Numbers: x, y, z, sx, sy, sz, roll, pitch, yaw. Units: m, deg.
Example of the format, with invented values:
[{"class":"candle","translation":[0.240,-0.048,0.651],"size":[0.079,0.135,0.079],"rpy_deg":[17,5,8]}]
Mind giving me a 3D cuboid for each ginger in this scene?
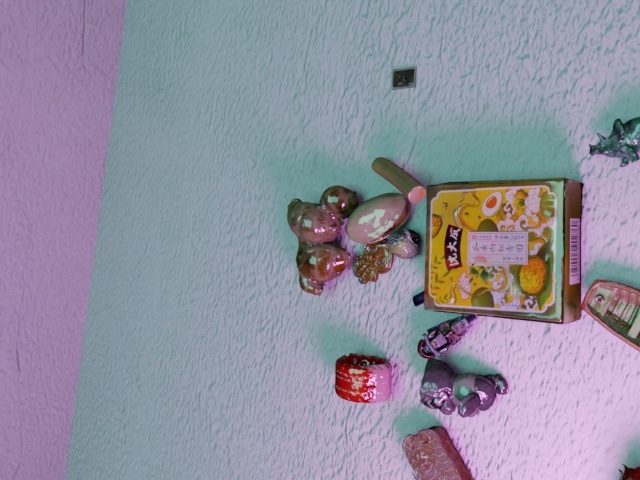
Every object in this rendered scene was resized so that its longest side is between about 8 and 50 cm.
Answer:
[{"class":"ginger","translation":[0.000,0.000,2.159],"size":[0.256,0.176,0.375],"rpy_deg":[6,93,24]}]

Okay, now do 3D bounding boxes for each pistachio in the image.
[{"class":"pistachio","translation":[0.180,-0.071,2.033],"size":[0.223,0.126,0.152],"rpy_deg":[-33,51,15]}]

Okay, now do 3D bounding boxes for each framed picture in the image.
[{"class":"framed picture","translation":[0.266,-0.517,2.046],"size":[0.089,0.006,0.066],"rpy_deg":[5,92,39]}]

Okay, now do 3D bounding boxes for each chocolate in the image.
[{"class":"chocolate","translation":[0.350,0.660,1.912],"size":[0.148,0.093,0.214],"rpy_deg":[-38,67,31]}]

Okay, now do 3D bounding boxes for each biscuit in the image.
[{"class":"biscuit","translation":[0.172,0.070,2.106],"size":[0.175,0.026,0.124],"rpy_deg":[-52,59,26]}]

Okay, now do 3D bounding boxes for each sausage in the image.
[{"class":"sausage","translation":[0.236,-0.191,1.967],"size":[0.066,0.066,0.301],"rpy_deg":[-66,28,18]}]

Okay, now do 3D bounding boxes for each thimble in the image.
[{"class":"thimble","translation":[0.135,0.439,2.045],"size":[0.189,0.163,0.125],"rpy_deg":[3,93,40]}]

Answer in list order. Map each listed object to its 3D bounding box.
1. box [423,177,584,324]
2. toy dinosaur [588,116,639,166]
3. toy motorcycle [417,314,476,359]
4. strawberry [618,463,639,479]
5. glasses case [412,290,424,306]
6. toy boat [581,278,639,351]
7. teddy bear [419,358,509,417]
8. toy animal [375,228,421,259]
[{"class":"box","translation":[0.496,0.024,1.771],"size":[0.420,0.138,0.373],"rpy_deg":[2,91,38]},{"class":"toy dinosaur","translation":[0.804,-0.244,1.559],"size":[0.292,0.079,0.120],"rpy_deg":[0,91,36]},{"class":"toy motorcycle","translation":[0.361,0.281,1.887],"size":[0.213,0.122,0.082],"rpy_deg":[-42,80,30]},{"class":"strawberry","translation":[0.819,0.637,1.500],"size":[0.280,0.150,0.253],"rpy_deg":[9,116,37]},{"class":"glasses case","translation":[0.318,0.175,1.986],"size":[0.083,0.023,0.033],"rpy_deg":[-32,72,34]},{"class":"toy boat","translation":[0.824,0.219,1.536],"size":[0.392,0.079,0.136],"rpy_deg":[33,108,36]},{"class":"teddy bear","translation":[0.392,0.446,1.840],"size":[0.251,0.171,0.144],"rpy_deg":[16,120,32]},{"class":"toy animal","translation":[0.246,0.003,2.000],"size":[0.137,0.098,0.098],"rpy_deg":[18,102,22]}]
